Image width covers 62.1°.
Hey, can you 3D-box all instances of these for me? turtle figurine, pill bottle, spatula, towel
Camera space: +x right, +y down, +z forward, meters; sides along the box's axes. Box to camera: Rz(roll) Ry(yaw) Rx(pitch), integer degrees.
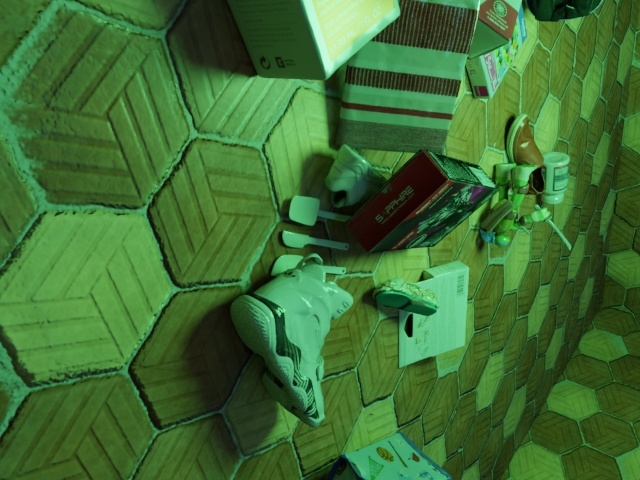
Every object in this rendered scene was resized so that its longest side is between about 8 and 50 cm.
[{"bbox_3d":[0.653,-0.115,1.729,0.198,0.275,0.266,-63,154,-74],"label":"turtle figurine"},{"bbox_3d":[0.887,-0.236,2.030,0.108,0.108,0.180,-39,131,-35],"label":"pill bottle"},{"bbox_3d":[0.000,0.000,1.120,0.242,0.019,0.168,8,96,-51],"label":"spatula"},{"bbox_3d":[0.166,-0.333,1.044,0.237,0.037,0.329,3,118,-13],"label":"towel"}]

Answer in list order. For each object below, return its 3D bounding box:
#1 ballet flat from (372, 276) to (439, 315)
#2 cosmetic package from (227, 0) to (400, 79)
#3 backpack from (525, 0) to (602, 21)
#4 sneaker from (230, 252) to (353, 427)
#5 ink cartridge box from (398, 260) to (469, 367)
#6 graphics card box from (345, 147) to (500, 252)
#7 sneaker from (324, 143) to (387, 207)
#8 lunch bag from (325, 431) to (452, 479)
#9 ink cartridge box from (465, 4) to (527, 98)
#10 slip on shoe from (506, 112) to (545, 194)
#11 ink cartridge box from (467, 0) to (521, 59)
[{"bbox_3d":[0.216,0.139,1.383,0.241,0.091,0.077,23,46,-40],"label":"ballet flat"},{"bbox_3d":[-0.051,-0.492,0.768,0.230,0.162,0.453,-49,135,-28],"label":"cosmetic package"},{"bbox_3d":[0.698,-0.772,1.512,0.213,0.277,0.263,-51,142,-44],"label":"backpack"},{"bbox_3d":[-0.023,0.203,1.062,0.210,0.137,0.365,-40,128,-27],"label":"sneaker"},{"bbox_3d":[0.316,0.215,1.549,0.239,0.060,0.275,-13,115,-20],"label":"ink cartridge box"},{"bbox_3d":[0.245,-0.080,1.209,0.233,0.094,0.371,-45,159,25],"label":"graphics card box"},{"bbox_3d":[0.072,-0.114,1.129,0.115,0.090,0.232,-49,148,8],"label":"sneaker"},{"bbox_3d":[0.123,0.740,1.378,0.328,0.239,0.385,13,109,-52],"label":"lunch bag"},{"bbox_3d":[0.497,-0.571,1.479,0.311,0.065,0.186,-59,140,-20],"label":"ink cartridge box"},{"bbox_3d":[0.701,-0.285,1.795,0.123,0.101,0.331,-48,134,-26],"label":"slip on shoe"},{"bbox_3d":[0.314,-0.578,1.113,0.226,0.131,0.306,23,76,-24],"label":"ink cartridge box"}]
